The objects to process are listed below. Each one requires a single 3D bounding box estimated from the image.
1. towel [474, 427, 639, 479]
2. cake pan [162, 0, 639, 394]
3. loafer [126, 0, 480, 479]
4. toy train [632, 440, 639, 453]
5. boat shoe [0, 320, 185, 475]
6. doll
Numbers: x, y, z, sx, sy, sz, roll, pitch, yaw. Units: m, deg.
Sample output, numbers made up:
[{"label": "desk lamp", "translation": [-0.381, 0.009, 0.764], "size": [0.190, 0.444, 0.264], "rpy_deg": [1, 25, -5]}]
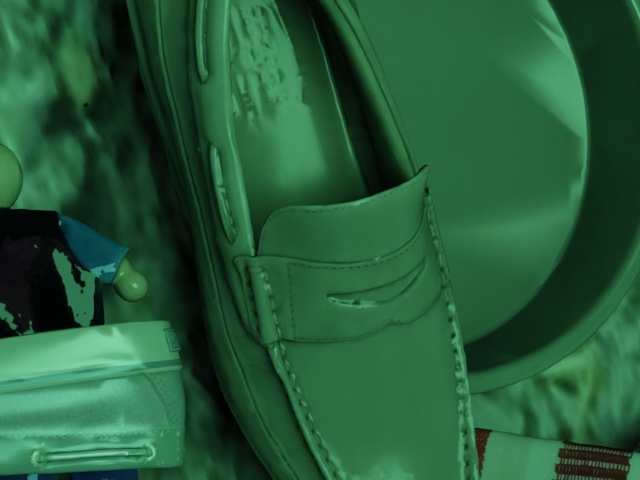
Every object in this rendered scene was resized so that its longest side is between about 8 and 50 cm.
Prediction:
[{"label": "towel", "translation": [0.127, 0.214, 0.876], "size": [0.329, 0.037, 0.237], "rpy_deg": [8, 78, 17]}, {"label": "cake pan", "translation": [0.046, -0.065, 0.973], "size": [0.293, 0.054, 0.293], "rpy_deg": [4, 82, -25]}, {"label": "loafer", "translation": [0.000, 0.000, 0.848], "size": [0.112, 0.111, 0.319], "rpy_deg": [-24, 94, -24]}, {"label": "toy train", "translation": [0.255, 0.240, 0.998], "size": [0.334, 0.142, 0.190], "rpy_deg": [46, 55, -12]}, {"label": "boat shoe", "translation": [-0.167, 0.090, 0.807], "size": [0.227, 0.079, 0.081], "rpy_deg": [-11, 85, -5]}, {"label": "doll", "translation": [-0.139, 0.046, 0.872], "size": [0.129, 0.046, 0.189], "rpy_deg": [-13, 88, -12]}]
